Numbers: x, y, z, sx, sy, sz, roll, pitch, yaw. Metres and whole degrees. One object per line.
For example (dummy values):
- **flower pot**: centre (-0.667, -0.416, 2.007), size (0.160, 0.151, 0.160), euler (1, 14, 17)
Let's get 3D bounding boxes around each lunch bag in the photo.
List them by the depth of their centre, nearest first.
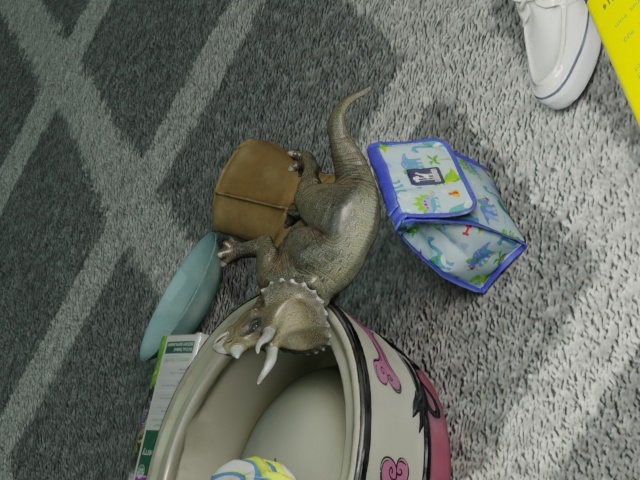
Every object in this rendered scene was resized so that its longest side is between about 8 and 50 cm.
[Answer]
- **lunch bag**: centre (0.121, -0.035, 1.639), size (0.096, 0.151, 0.129), euler (-52, 35, 27)

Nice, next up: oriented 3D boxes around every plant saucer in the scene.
- **plant saucer**: centre (-0.174, 0.081, 2.097), size (0.195, 0.037, 0.195), euler (-55, 14, 21)

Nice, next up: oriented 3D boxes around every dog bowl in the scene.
- **dog bowl**: centre (-0.024, 0.262, 1.692), size (0.408, 0.150, 0.408), euler (-32, 48, 44)

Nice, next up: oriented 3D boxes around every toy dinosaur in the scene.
- **toy dinosaur**: centre (0.000, 0.000, 1.608), size (0.160, 0.121, 0.313), euler (28, 80, 45)

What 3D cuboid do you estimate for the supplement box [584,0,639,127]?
- **supplement box**: centre (0.379, -0.123, 1.258), size (0.194, 0.195, 0.356), euler (-47, 37, 32)

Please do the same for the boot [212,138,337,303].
- **boot**: centre (-0.063, 0.001, 1.969), size (0.236, 0.089, 0.269), euler (-60, 31, -5)

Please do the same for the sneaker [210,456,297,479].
- **sneaker**: centre (-0.074, 0.254, 1.509), size (0.240, 0.126, 0.091), euler (17, 86, 58)

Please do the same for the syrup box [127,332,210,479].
- **syrup box**: centre (-0.162, 0.240, 1.962), size (0.093, 0.096, 0.237), euler (-7, 65, 55)

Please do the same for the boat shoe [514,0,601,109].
- **boat shoe**: centre (0.234, -0.261, 1.660), size (0.095, 0.084, 0.258), euler (-27, 50, 47)
